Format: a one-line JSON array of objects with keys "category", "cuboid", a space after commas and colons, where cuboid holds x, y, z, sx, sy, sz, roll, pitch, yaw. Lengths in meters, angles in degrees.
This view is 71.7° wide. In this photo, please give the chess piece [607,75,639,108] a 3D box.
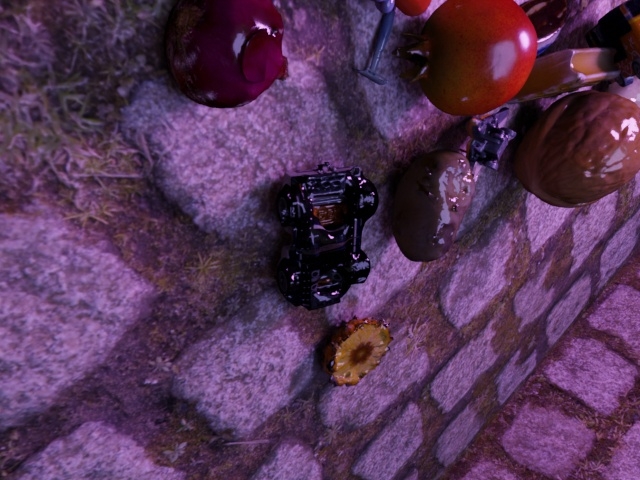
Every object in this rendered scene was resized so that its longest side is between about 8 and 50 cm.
[{"category": "chess piece", "cuboid": [0.935, -0.445, 1.344, 0.234, 0.234, 0.442, 22, 104, -46]}]

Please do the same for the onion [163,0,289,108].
[{"category": "onion", "cuboid": [-0.100, -0.259, 0.609, 0.198, 0.135, 0.173, 0, 117, -43]}]

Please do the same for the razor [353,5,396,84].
[{"category": "razor", "cuboid": [0.110, -0.361, 0.806, 0.068, 0.040, 0.134, 9, 101, -44]}]

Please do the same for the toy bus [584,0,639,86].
[{"category": "toy bus", "cuboid": [0.797, -0.505, 1.088, 0.162, 0.194, 0.323, -30, -177, 21]}]

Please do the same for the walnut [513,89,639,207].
[{"category": "walnut", "cuboid": [0.685, -0.236, 1.178, 0.333, 0.333, 0.332, -21, 126, -31]}]

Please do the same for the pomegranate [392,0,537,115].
[{"category": "pomegranate", "cuboid": [0.267, -0.345, 0.832, 0.257, 0.221, 0.220, 0, 119, -5]}]

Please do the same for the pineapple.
[{"category": "pineapple", "cuboid": [0.086, 0.274, 1.127, 0.225, 0.076, 0.224, -18, 125, -29]}]

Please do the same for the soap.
[{"category": "soap", "cuboid": [0.577, -0.398, 1.065, 0.274, 0.174, 0.089, -22, 102, -38]}]

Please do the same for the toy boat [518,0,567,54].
[{"category": "toy boat", "cuboid": [0.459, -0.461, 1.000, 0.262, 0.114, 0.115, -38, 171, -18]}]

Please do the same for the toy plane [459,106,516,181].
[{"category": "toy plane", "cuboid": [0.358, -0.218, 0.951, 0.204, 0.103, 0.316, -66, 166, 11]}]

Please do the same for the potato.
[{"category": "potato", "cuboid": [0.242, -0.077, 0.989, 0.165, 0.165, 0.262, 3, 115, -42]}]

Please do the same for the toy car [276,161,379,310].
[{"category": "toy car", "cuboid": [-0.001, 0.000, 0.863, 0.193, 0.118, 0.301, -12, 123, -26]}]

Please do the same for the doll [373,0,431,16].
[{"category": "doll", "cuboid": [0.095, -0.455, 0.667, 0.290, 0.130, 0.160, 11, 104, -50]}]
